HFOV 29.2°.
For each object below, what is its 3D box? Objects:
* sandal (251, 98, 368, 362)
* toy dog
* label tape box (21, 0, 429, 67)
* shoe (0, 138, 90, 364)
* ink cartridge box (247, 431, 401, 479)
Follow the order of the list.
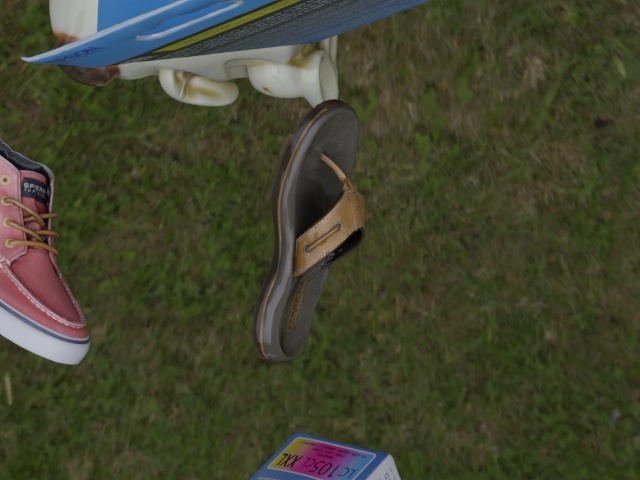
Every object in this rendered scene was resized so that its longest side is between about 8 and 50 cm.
[{"bbox_3d":[0.000,0.000,0.946,0.060,0.090,0.219,22,106,28],"label":"sandal"},{"bbox_3d":[-0.193,-0.323,1.796,0.408,0.395,0.285,2,94,14],"label":"toy dog"},{"bbox_3d":[-0.025,-0.219,0.913,0.249,0.347,0.115,-13,92,38],"label":"label tape box"},{"bbox_3d":[-0.192,-0.002,0.776,0.178,0.063,0.081,39,101,32],"label":"shoe"},{"bbox_3d":[-0.052,0.424,1.249,0.151,0.395,0.270,1,121,42],"label":"ink cartridge box"}]
